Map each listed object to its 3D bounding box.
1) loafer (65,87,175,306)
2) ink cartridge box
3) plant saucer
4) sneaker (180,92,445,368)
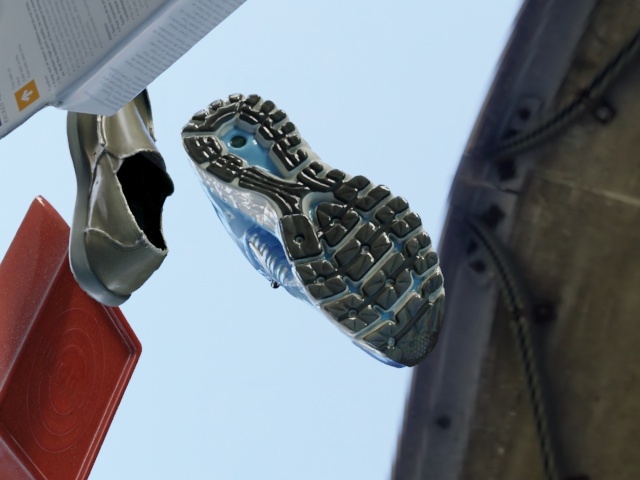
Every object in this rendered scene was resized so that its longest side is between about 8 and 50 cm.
[{"bbox_3d":[-0.167,-0.061,1.286,0.087,0.094,0.251,-25,-126,27],"label":"loafer"},{"bbox_3d":[-0.131,-0.185,0.855,0.224,0.045,0.223,-35,-126,17],"label":"ink cartridge box"},{"bbox_3d":[-0.258,0.133,1.394,0.047,0.258,0.259,8,-124,21],"label":"plant saucer"},{"bbox_3d":[0.000,0.000,0.678,0.063,0.073,0.162,-34,-119,-16],"label":"sneaker"}]
